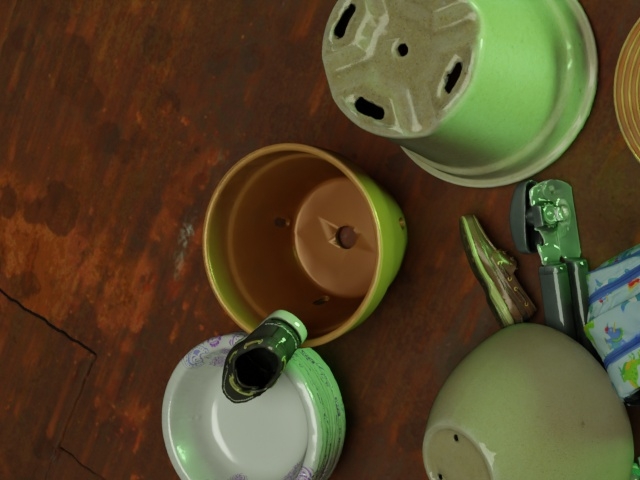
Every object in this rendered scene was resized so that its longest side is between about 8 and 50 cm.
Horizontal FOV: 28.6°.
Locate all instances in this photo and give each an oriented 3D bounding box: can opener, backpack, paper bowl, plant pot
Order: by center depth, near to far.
[{"bbox_3d":[0.508,0.078,1.580,0.355,0.290,0.273,-50,64,29],"label":"backpack"},{"bbox_3d":[0.167,-0.238,1.683,0.333,0.305,0.334,1,92,28],"label":"plant pot"},{"bbox_3d":[0.250,0.276,1.698,0.284,0.191,0.284,26,125,43],"label":"plant pot"},{"bbox_3d":[0.329,0.053,1.779,0.095,0.076,0.283,-6,92,60],"label":"can opener"},{"bbox_3d":[0.000,0.000,1.856,0.290,0.203,0.291,3,96,27],"label":"plant pot"},{"bbox_3d":[-0.094,0.277,1.958,0.284,0.148,0.284,3,96,28],"label":"paper bowl"}]

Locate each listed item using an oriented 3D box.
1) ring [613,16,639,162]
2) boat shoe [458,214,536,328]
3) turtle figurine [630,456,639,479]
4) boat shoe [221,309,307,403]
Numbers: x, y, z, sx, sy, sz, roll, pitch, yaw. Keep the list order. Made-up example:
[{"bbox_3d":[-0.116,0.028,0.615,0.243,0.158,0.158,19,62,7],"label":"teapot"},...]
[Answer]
[{"bbox_3d":[0.545,-0.193,1.596,0.336,0.032,0.337,8,118,15],"label":"ring"},{"bbox_3d":[0.254,0.040,1.814,0.060,0.064,0.178,-24,84,-3],"label":"boat shoe"},{"bbox_3d":[0.457,0.383,1.707,0.175,0.118,0.234,50,119,15],"label":"turtle figurine"},{"bbox_3d":[-0.096,0.178,1.784,0.081,0.069,0.228,38,140,1],"label":"boat shoe"}]
